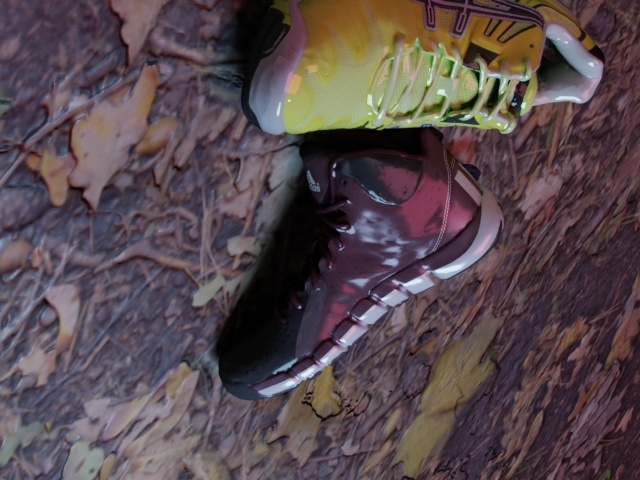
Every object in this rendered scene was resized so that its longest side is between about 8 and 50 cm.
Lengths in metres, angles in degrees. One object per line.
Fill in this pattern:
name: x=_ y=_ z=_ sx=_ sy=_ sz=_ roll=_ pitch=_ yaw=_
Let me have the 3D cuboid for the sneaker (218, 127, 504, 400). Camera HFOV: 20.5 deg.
sneaker: x=0.000 y=0.000 z=1.476 sx=0.281 sy=0.106 sz=0.162 roll=-36 pitch=117 yaw=4

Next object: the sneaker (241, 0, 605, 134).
sneaker: x=0.092 y=-0.153 z=1.403 sx=0.385 sy=0.147 sz=0.145 roll=-21 pitch=136 yaw=-47

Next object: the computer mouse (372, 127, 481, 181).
computer mouse: x=0.089 y=-0.071 z=1.601 sx=0.071 sy=0.041 sz=0.242 roll=-52 pitch=159 yaw=7
